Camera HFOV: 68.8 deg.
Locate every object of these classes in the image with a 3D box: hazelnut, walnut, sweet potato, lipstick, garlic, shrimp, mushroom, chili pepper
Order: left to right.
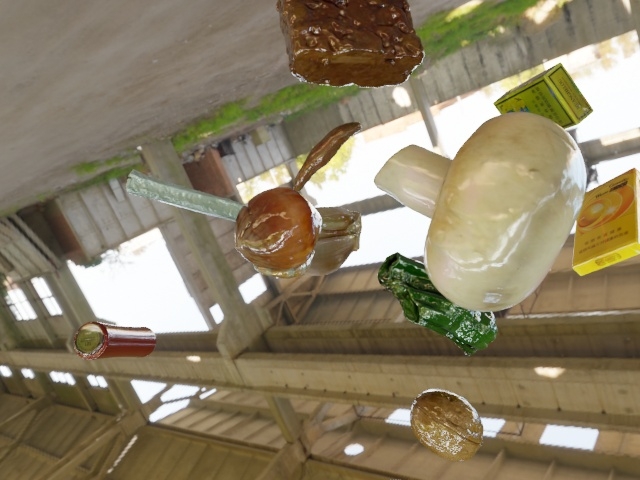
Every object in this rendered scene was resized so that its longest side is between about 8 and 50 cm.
[{"bbox_3d":[-0.460,0.230,1.067,0.080,0.080,0.241,-23,165,0],"label":"lipstick"},{"bbox_3d":[-0.084,-0.016,0.954,0.182,0.182,0.182,-22,-168,5],"label":"hazelnut"},{"bbox_3d":[-0.091,0.047,1.167,0.145,0.059,0.254,-1,-164,5],"label":"shrimp"},{"bbox_3d":[0.000,0.000,1.704,0.325,0.279,0.132,-8,-154,-16],"label":"garlic"},{"bbox_3d":[0.004,-0.224,1.230,0.255,0.058,0.078,-47,172,12],"label":"sweet potato"},{"bbox_3d":[0.349,0.180,1.379,0.167,0.385,0.213,-54,-176,8],"label":"chili pepper"},{"bbox_3d":[0.343,0.499,1.270,0.167,0.207,0.167,-57,168,-19],"label":"walnut"},{"bbox_3d":[0.302,-0.068,0.825,0.325,0.353,0.353,-40,180,38],"label":"mushroom"}]

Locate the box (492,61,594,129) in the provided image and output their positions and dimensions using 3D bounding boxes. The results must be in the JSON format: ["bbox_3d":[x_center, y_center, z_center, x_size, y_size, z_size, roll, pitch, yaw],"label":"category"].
[{"bbox_3d":[0.542,-0.331,1.159,0.064,0.141,0.220,-40,-174,-9],"label":"box"}]

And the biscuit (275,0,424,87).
[{"bbox_3d":[0.060,-0.579,1.212,0.342,0.395,0.166,-3,156,-10],"label":"biscuit"}]

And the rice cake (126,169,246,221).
[{"bbox_3d":[-0.350,-0.112,1.266,0.336,0.063,0.066,17,-175,-28],"label":"rice cake"}]

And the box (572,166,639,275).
[{"bbox_3d":[0.675,-0.048,1.095,0.152,0.043,0.269,-38,-162,49],"label":"box"}]
